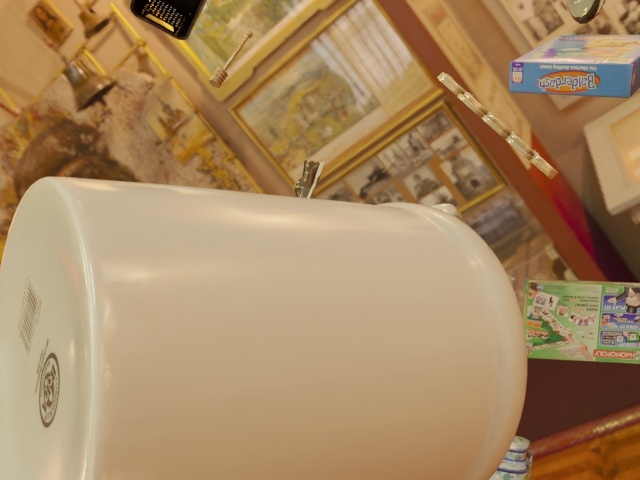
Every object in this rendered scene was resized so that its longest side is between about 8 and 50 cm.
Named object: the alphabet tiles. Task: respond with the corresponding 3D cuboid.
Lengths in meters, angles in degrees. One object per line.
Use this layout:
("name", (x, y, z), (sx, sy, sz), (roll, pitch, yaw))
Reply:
("alphabet tiles", (0.340, -0.223, 1.210), (0.021, 0.284, 0.278), (-49, -6, 18))

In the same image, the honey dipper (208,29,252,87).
("honey dipper", (-0.198, -0.414, 1.429), (0.160, 0.030, 0.030), (-59, 16, -18))

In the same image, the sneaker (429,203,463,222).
("sneaker", (0.056, 0.001, 0.903), (0.297, 0.111, 0.129), (-20, 53, 21))

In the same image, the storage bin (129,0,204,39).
("storage bin", (-0.270, -0.483, 1.184), (0.180, 0.122, 0.084), (-41, 29, 53))

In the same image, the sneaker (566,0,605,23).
("sneaker", (0.570, -0.626, 1.429), (0.108, 0.271, 0.100), (-14, 6, -27))

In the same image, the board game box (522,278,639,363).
("board game box", (0.708, 0.216, 1.690), (0.318, 0.213, 0.046), (2, 9, 5))

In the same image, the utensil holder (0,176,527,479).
("utensil holder", (-0.061, 0.113, 0.576), (0.386, 0.327, 0.328), (3, -20, -38))

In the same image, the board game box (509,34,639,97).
("board game box", (0.388, -0.255, 0.907), (0.160, 0.047, 0.210), (13, 32, 35))

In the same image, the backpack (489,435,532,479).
("backpack", (0.320, 0.391, 1.117), (0.105, 0.084, 0.114), (8, 9, 20))

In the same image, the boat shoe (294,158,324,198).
("boat shoe", (-0.049, -0.175, 2.044), (0.081, 0.069, 0.227), (109, 180, -51))

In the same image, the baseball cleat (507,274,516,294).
("baseball cleat", (0.475, 0.185, 1.792), (0.072, 0.110, 0.205), (-119, 37, -49))
